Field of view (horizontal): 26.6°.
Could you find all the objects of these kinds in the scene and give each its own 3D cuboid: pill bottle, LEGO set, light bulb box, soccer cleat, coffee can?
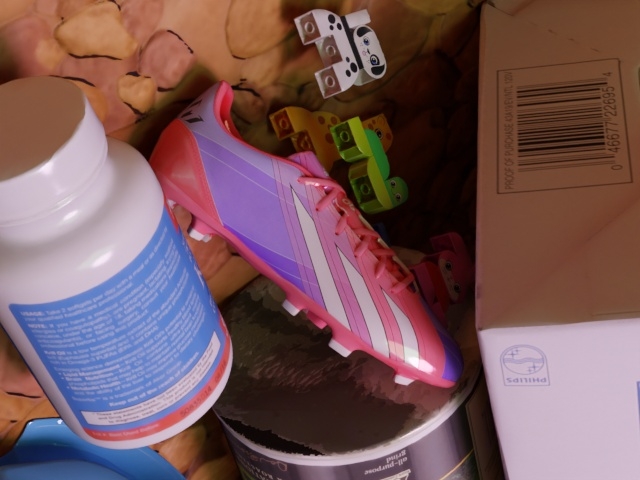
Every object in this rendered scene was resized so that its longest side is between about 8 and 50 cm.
[{"bbox_3d":[-0.141,0.015,0.810,0.124,0.124,0.221,-38,137,-18],"label":"pill bottle"},{"bbox_3d":[0.039,-0.050,0.943,0.093,0.087,0.227,-26,97,-44],"label":"LEGO set"},{"bbox_3d":[0.247,0.054,0.988,0.225,0.358,0.361,-5,132,12],"label":"light bulb box"},{"bbox_3d":[0.000,0.000,0.865,0.095,0.248,0.083,-54,176,4],"label":"soccer cleat"},{"bbox_3d":[0.042,0.168,1.020,0.201,0.201,0.275,-35,134,-21],"label":"coffee can"}]

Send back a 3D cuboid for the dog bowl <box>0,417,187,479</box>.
[{"bbox_3d":[-0.210,0.199,0.850,0.297,0.166,0.074,2,126,-43],"label":"dog bowl"}]
